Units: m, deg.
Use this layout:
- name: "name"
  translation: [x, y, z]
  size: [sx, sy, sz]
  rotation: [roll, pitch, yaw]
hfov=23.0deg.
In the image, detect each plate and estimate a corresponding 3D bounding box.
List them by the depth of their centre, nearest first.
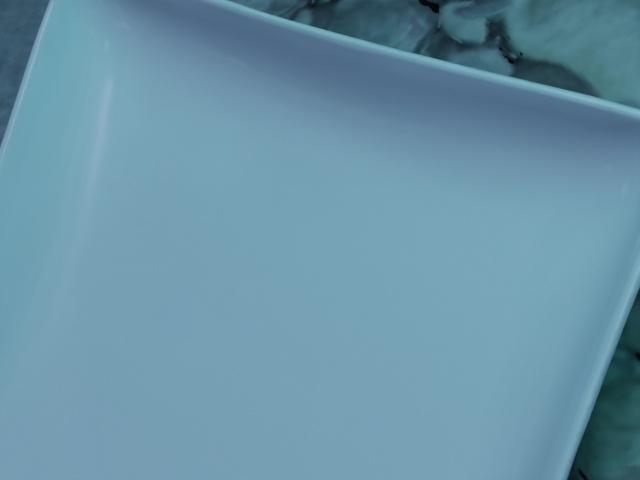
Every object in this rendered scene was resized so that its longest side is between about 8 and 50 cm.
- name: "plate"
  translation: [-0.026, 0.053, 0.610]
  size: [0.277, 0.045, 0.278]
  rotation: [19, 91, 26]
